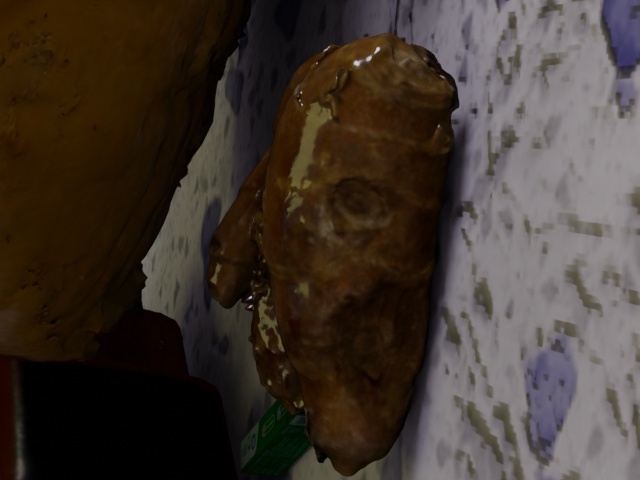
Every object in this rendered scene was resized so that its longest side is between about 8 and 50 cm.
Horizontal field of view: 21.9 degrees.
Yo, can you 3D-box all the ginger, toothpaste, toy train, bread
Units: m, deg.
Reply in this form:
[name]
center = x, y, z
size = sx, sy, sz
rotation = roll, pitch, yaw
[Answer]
[ginger]
center = 0.000, 0.000, 0.626
size = 0.103, 0.073, 0.162
rotation = -147, 63, -71
[toothpaste]
center = -0.015, 0.084, 0.733
size = 0.083, 0.020, 0.017
rotation = 127, 147, -58
[toy train]
center = -0.135, 0.140, 0.859
size = 0.369, 0.163, 0.231
rotation = -107, 34, -53
[bread]
center = -0.129, -0.137, 0.723
size = 0.398, 0.215, 0.398
rotation = 17, -90, -89
